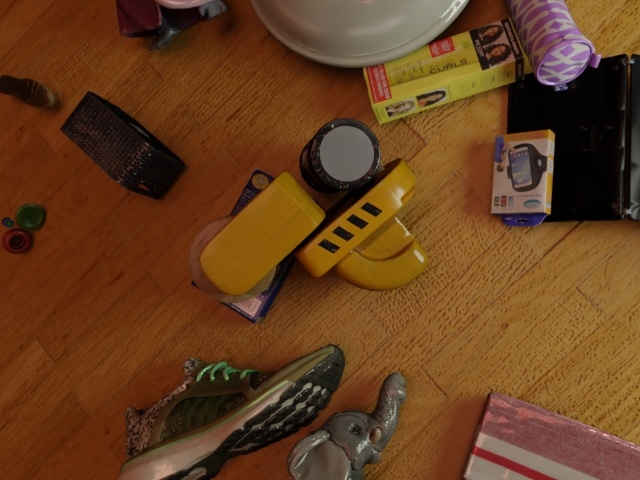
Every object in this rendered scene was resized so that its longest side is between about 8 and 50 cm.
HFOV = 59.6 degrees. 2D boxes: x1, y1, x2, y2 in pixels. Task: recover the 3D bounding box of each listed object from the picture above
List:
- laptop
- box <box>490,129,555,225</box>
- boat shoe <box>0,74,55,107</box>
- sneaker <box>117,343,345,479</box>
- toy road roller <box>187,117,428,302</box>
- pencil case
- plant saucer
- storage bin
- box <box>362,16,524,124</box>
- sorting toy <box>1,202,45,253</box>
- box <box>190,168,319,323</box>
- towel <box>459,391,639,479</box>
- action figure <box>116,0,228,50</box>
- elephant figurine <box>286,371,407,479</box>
[{"bbox_3d":[0.425,-0.134,0.823,0.264,0.136,0.235,-1,81,40],"label":"laptop"},{"bbox_3d":[0.295,-0.090,0.817,0.081,0.028,0.136,0,81,40],"label":"box"},{"bbox_3d":[-0.561,-0.288,1.083,0.135,0.045,0.050,24,100,19],"label":"boat shoe"},{"bbox_3d":[-0.159,0.244,0.872,0.410,0.158,0.182,-30,59,4],"label":"sneaker"},{"bbox_3d":[0.000,0.000,0.800,0.329,0.202,0.241,-41,97,-2],"label":"toy road roller"},{"bbox_3d":[0.328,-0.322,0.809,0.088,0.086,0.206,-13,63,8],"label":"pencil case"},{"bbox_3d":[0.054,-0.472,0.838,0.400,0.100,0.401,0,89,13],"label":"plant saucer"},{"bbox_3d":[-0.340,-0.163,0.970,0.180,0.122,0.084,39,94,16],"label":"storage bin"},{"bbox_3d":[0.188,-0.261,0.869,0.232,0.058,0.087,-14,65,14],"label":"box"},{"bbox_3d":[-0.569,-0.027,1.055,0.042,0.061,0.102,16,78,50],"label":"sorting toy"},{"bbox_3d":[-0.104,0.007,0.930,0.136,0.036,0.225,29,91,16],"label":"box"},{"bbox_3d":[0.299,0.405,0.777,0.237,0.037,0.329,19,90,14],"label":"towel"},{"bbox_3d":[-0.321,-0.521,0.927,0.248,0.276,0.370,-25,105,-7],"label":"action figure"},{"bbox_3d":[0.027,0.328,0.814,0.169,0.185,0.240,-35,57,52],"label":"elephant figurine"}]
